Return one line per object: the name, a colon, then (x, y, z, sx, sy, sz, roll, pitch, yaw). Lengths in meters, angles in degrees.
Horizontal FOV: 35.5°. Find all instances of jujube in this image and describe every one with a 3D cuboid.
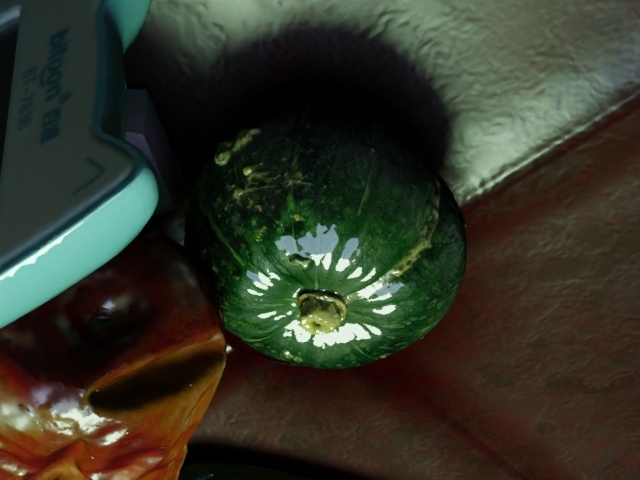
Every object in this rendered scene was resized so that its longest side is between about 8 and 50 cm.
jujube: (-0.174, 0.103, 0.667, 0.216, 0.216, 0.342, 18, 146, -17)

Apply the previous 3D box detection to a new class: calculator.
calculator: (-0.256, -0.019, 0.560, 0.386, 0.256, 0.054, -20, 138, 12)

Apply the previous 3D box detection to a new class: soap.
soap: (-0.178, -0.054, 0.665, 0.149, 0.056, 0.100, -12, 128, 8)

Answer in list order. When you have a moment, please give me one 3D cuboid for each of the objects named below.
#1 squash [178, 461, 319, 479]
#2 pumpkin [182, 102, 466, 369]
squash: (0.008, 0.274, 0.940, 0.331, 0.087, 0.087, 21, 127, -16)
pumpkin: (0.001, 0.001, 0.659, 0.190, 0.146, 0.190, 10, 122, 16)
